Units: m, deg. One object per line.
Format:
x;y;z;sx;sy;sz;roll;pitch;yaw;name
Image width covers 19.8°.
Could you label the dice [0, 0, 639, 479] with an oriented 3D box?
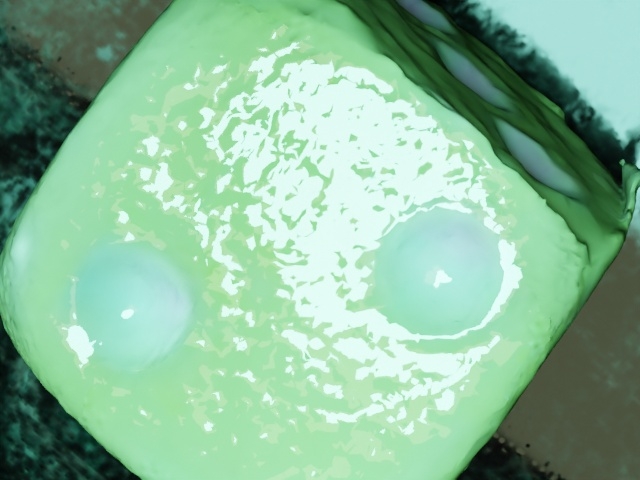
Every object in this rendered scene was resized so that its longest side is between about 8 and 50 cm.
0.000;0.000;0.956;0.250;0.252;0.254;36;105;2;dice
